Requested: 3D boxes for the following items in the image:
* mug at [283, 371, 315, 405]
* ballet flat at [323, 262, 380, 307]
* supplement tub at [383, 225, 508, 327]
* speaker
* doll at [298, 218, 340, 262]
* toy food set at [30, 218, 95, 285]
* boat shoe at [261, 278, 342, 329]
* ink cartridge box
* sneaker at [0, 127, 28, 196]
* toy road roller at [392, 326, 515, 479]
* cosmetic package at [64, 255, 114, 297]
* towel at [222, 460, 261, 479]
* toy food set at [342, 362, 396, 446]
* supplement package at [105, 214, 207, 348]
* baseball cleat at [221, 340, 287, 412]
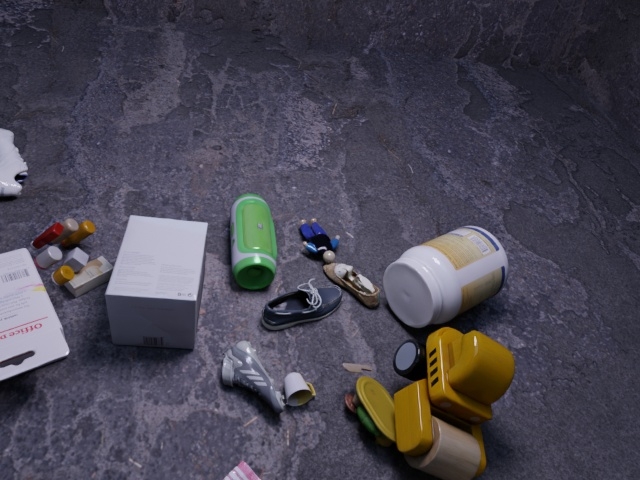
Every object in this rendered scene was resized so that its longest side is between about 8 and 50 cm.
[{"bbox_3d":[-0.057,0.356,1.252,0.062,0.078,0.064,-31,42,0],"label":"mug"},{"bbox_3d":[0.097,0.112,1.533,0.206,0.067,0.073,35,48,21],"label":"ballet flat"},{"bbox_3d":[0.359,0.103,1.498,0.316,0.228,0.228,-19,52,-32],"label":"supplement tub"},{"bbox_3d":[-0.200,-0.003,1.530,0.131,0.131,0.297,2,44,-14],"label":"speaker"},{"bbox_3d":[0.000,0.000,1.624,0.129,0.046,0.189,-7,39,-21],"label":"doll"},{"bbox_3d":[-0.676,0.029,1.345,0.104,0.111,0.232,-30,38,17],"label":"toy food set"},{"bbox_3d":[-0.044,0.166,1.428,0.254,0.079,0.095,-12,48,-26],"label":"boat shoe"},{"bbox_3d":[-0.714,0.195,1.178,0.207,0.119,0.353,-19,51,-32],"label":"ink cartridge box"},{"bbox_3d":[-0.960,-0.228,1.588,0.129,0.111,0.297,10,44,-29],"label":"sneaker"},{"bbox_3d":[0.313,0.349,1.182,0.202,0.240,0.330,30,42,-23],"label":"toy road roller"},{"bbox_3d":[-0.608,0.094,1.372,0.060,0.041,0.115,36,46,22],"label":"cosmetic package"},{"bbox_3d":[-0.174,0.550,1.023,0.144,0.029,0.197,35,46,22],"label":"towel"},{"bbox_3d":[0.118,0.401,1.243,0.128,0.071,0.218,13,36,-52],"label":"toy food set"},{"bbox_3d":[-0.397,0.103,1.307,0.199,0.198,0.263,5,44,-9],"label":"supplement package"},{"bbox_3d":[-0.167,0.337,1.235,0.109,0.072,0.206,-27,53,-17],"label":"baseball cleat"}]
